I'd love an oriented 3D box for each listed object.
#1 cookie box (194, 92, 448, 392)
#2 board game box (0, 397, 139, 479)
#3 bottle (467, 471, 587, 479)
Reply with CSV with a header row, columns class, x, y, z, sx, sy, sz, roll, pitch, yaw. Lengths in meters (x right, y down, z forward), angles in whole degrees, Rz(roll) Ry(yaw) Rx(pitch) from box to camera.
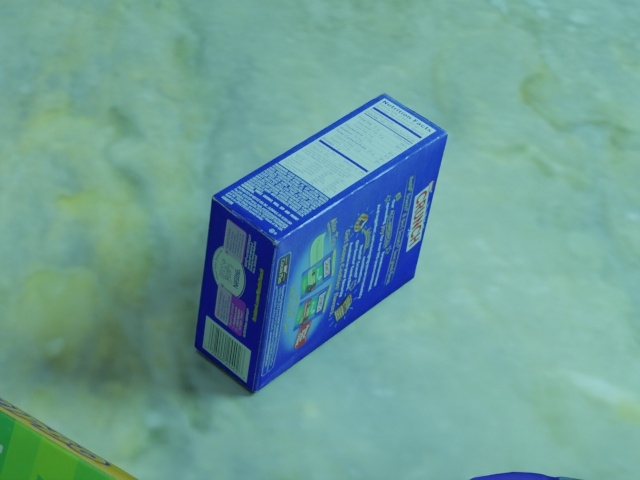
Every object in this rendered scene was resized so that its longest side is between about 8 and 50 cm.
class,x,y,z,sx,sy,sz,roll,pitch,yaw
cookie box,0.000,0.000,0.751,0.040,0.092,0.107,37,49,26
board game box,-0.074,0.142,0.573,0.259,0.039,0.124,27,89,24
bottle,0.177,0.155,0.597,0.282,0.092,0.118,9,48,3
